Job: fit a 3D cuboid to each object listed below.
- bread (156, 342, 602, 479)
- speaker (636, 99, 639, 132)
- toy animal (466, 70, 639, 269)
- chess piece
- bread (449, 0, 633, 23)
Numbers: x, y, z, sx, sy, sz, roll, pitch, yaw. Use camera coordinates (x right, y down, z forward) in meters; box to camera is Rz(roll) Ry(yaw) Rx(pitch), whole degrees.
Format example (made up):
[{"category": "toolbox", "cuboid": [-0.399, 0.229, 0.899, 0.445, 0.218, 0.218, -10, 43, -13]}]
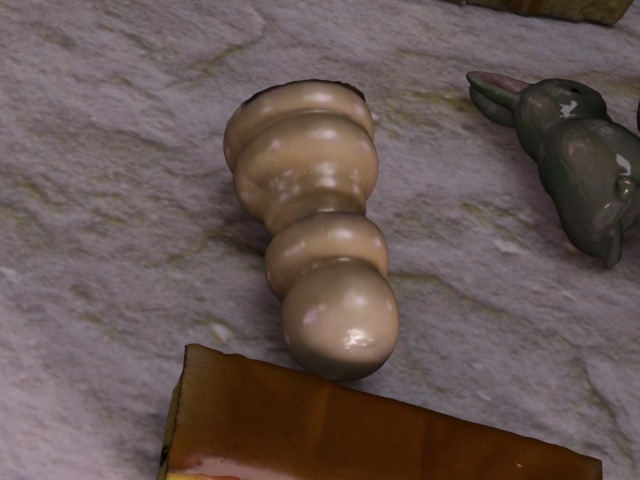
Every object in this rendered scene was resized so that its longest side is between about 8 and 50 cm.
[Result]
[{"category": "bread", "cuboid": [0.050, 0.194, 1.567, 0.361, 0.077, 0.138, 17, 42, -11]}, {"category": "speaker", "cuboid": [0.511, -0.095, 1.880, 0.406, 0.184, 0.183, 30, 67, -6]}, {"category": "toy animal", "cuboid": [0.243, -0.101, 1.928, 0.125, 0.127, 0.251, -14, 52, -33]}, {"category": "chess piece", "cuboid": [0.000, 0.000, 1.700, 0.142, 0.143, 0.261, 5, 51, -22]}, {"category": "bread", "cuboid": [0.248, -0.393, 2.135, 0.263, 0.236, 0.198, 6, 46, -21]}]
